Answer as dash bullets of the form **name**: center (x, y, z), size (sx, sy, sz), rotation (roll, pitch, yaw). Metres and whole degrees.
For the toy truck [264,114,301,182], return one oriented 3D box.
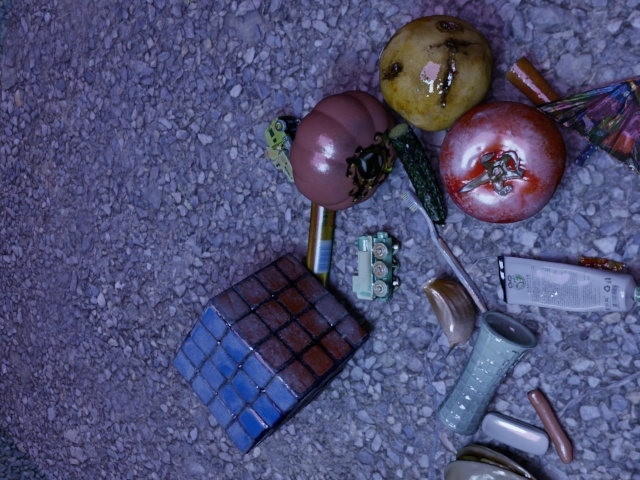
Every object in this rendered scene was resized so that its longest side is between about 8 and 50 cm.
- **toy truck**: center (-0.087, -0.249, 1.692), size (0.116, 0.085, 0.191), rotation (-30, 85, 39)

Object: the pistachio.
- **pistachio**: center (0.444, 0.624, 1.464), size (0.288, 0.166, 0.197), rotation (29, 126, 23)

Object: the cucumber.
- **cucumber**: center (0.250, -0.153, 1.465), size (0.067, 0.067, 0.293), rotation (-12, 125, 31)

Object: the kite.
- **kite**: center (0.637, -0.252, 1.286), size (0.321, 0.016, 0.234), rotation (37, 102, 9)

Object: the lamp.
- **lamp**: center (0.047, -0.229, 1.494), size (0.239, 0.305, 0.305), rotation (33, 113, 35)

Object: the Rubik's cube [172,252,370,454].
- **Rubik's cube**: center (-0.138, 0.298, 1.624), size (0.344, 0.344, 0.337), rotation (48, 131, 13)

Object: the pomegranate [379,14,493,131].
- **pomegranate**: center (0.264, -0.390, 1.377), size (0.260, 0.260, 0.260), rotation (5, 101, 30)

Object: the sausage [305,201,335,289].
- **sausage**: center (0.000, 0.000, 1.683), size (0.082, 0.082, 0.371), rotation (12, 105, 29)

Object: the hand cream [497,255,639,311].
- **hand cream**: center (0.564, 0.105, 1.357), size (0.336, 0.076, 0.121), rotation (4, 105, 41)

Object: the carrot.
- **carrot**: center (0.511, -0.321, 1.345), size (0.210, 0.061, 0.061), rotation (48, 118, 11)

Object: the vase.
- **vase**: center (0.398, 0.335, 1.470), size (0.143, 0.143, 0.299), rotation (31, 115, 23)

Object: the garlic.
- **garlic**: center (0.322, 0.190, 1.481), size (0.090, 0.128, 0.198), rotation (-31, 64, 49)

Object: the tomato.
- **tomato**: center (0.400, -0.178, 1.328), size (0.270, 0.227, 0.270), rotation (8, 115, 18)

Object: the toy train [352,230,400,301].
- **toy train**: center (0.145, 0.068, 1.608), size (0.125, 0.081, 0.194), rotation (5, 102, 34)

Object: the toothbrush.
- **toothbrush**: center (0.319, 0.026, 1.526), size (0.037, 0.028, 0.375), rotation (-42, 76, 40)

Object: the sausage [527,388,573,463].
- **sausage**: center (0.558, 0.446, 1.443), size (0.043, 0.043, 0.186), rotation (-31, 81, 30)

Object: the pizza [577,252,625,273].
- **pizza**: center (0.625, 0.087, 1.355), size (0.100, 0.029, 0.099), rotation (16, 106, 29)

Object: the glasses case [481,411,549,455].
- **glasses case**: center (0.485, 0.482, 1.492), size (0.164, 0.041, 0.063), rotation (15, 104, 28)
